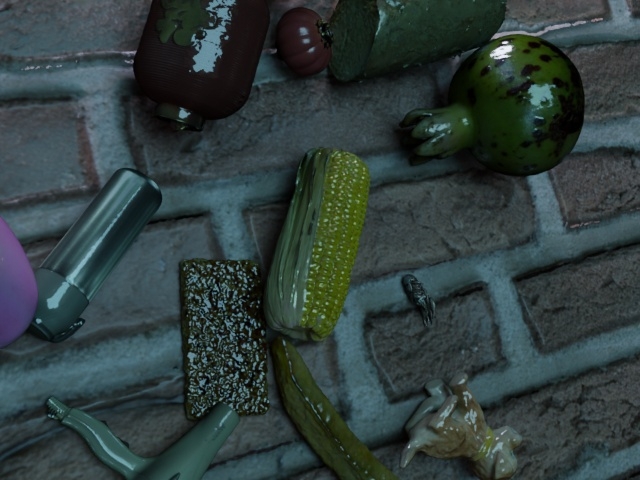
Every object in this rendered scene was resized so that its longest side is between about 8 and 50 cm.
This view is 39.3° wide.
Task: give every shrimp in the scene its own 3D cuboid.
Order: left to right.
[{"bbox_3d":[0.165,0.095,1.448,0.029,0.038,0.092,-31,94,-30],"label":"shrimp"}]

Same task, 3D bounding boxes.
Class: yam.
[{"bbox_3d":[0.149,-0.366,1.476,0.304,0.168,0.168,-20,89,-32],"label":"yam"}]

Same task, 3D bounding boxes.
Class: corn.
[{"bbox_3d":[-0.004,0.000,1.336,0.123,0.122,0.305,19,64,-7],"label":"corn"}]

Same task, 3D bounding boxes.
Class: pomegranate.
[{"bbox_3d":[0.285,-0.227,1.506,0.306,0.242,0.242,1,76,2],"label":"pomegranate"}]

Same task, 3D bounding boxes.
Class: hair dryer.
[{"bbox_3d":[-0.216,0.261,1.182,0.219,0.088,0.224,-25,80,-28],"label":"hair dryer"}]

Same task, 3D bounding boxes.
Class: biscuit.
[{"bbox_3d":[-0.136,0.137,1.280,0.131,0.025,0.230,1,78,-29],"label":"biscuit"}]

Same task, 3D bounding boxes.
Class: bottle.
[{"bbox_3d":[-0.302,0.020,1.187,0.096,0.080,0.253,54,55,-36],"label":"bottle"}]

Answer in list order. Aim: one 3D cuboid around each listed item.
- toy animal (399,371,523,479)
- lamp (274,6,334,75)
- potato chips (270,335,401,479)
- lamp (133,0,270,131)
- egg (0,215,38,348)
[{"bbox_3d":[0.217,0.332,1.387,0.185,0.104,0.184,50,56,-17],"label":"toy animal"},{"bbox_3d":[-0.025,-0.312,1.406,0.107,0.092,0.107,43,39,-49],"label":"lamp"},{"bbox_3d":[0.048,0.311,1.323,0.407,0.057,0.080,48,48,-11],"label":"potato chips"},{"bbox_3d":[-0.173,-0.275,1.265,0.180,0.180,0.258,19,88,-24],"label":"lamp"},{"bbox_3d":[-0.454,0.020,1.037,0.271,0.196,0.196,33,64,-26],"label":"egg"}]
